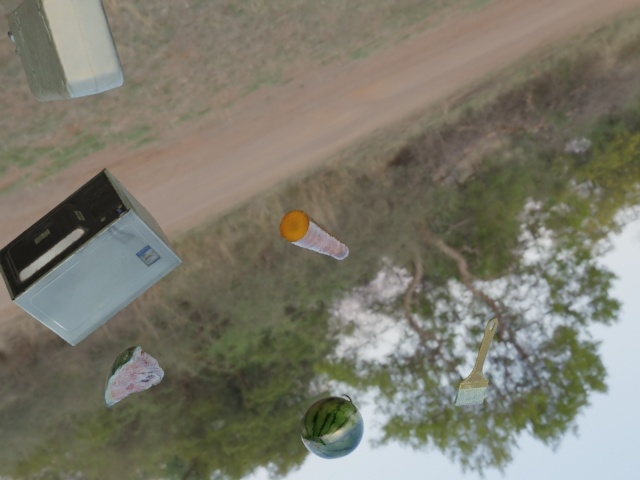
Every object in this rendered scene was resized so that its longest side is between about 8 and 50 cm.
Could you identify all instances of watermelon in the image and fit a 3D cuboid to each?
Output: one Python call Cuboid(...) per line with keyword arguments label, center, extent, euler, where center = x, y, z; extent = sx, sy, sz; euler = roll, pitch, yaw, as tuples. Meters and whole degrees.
Cuboid(label="watermelon", center=(-0.446, 0.317, 2.074), extent=(0.139, 0.071, 0.187), euler=(8, 131, -32))
Cuboid(label="watermelon", center=(0.022, 0.289, 1.344), extent=(0.109, 0.109, 0.109), euler=(-27, 179, 0))

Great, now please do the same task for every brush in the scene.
Cuboid(label="brush", center=(0.340, 0.257, 1.844), extent=(0.083, 0.205, 0.011), euler=(3, -162, -34))

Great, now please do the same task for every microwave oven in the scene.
Cuboid(label="microwave oven", center=(-0.335, 0.021, 1.250), extent=(0.205, 0.129, 0.163), euler=(-38, 138, -3))

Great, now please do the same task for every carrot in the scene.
Cuboid(label="carrot", center=(0.000, 0.000, 1.602), extent=(0.061, 0.061, 0.209), euler=(-27, 155, 18))

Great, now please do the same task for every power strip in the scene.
Cuboid(label="power strip", center=(-0.245, -0.178, 0.806), extent=(0.053, 0.093, 0.288), euler=(-21, -164, -21))
